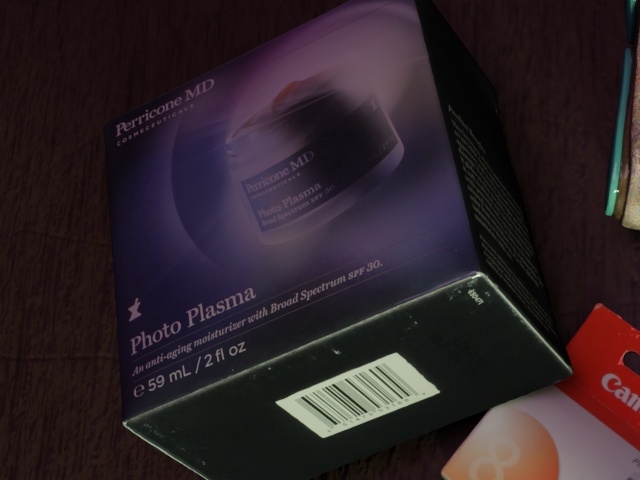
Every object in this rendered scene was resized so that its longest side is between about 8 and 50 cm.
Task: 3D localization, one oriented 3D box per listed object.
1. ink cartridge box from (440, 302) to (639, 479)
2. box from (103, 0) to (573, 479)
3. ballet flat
[{"bbox_3d":[0.197,0.149,1.077,0.145,0.045,0.179,39,94,34],"label":"ink cartridge box"},{"bbox_3d":[0.000,0.000,1.146,0.296,0.183,0.294,-24,51,18],"label":"box"},{"bbox_3d":[0.281,-0.155,1.137,0.106,0.107,0.316,4,76,9],"label":"ballet flat"}]
